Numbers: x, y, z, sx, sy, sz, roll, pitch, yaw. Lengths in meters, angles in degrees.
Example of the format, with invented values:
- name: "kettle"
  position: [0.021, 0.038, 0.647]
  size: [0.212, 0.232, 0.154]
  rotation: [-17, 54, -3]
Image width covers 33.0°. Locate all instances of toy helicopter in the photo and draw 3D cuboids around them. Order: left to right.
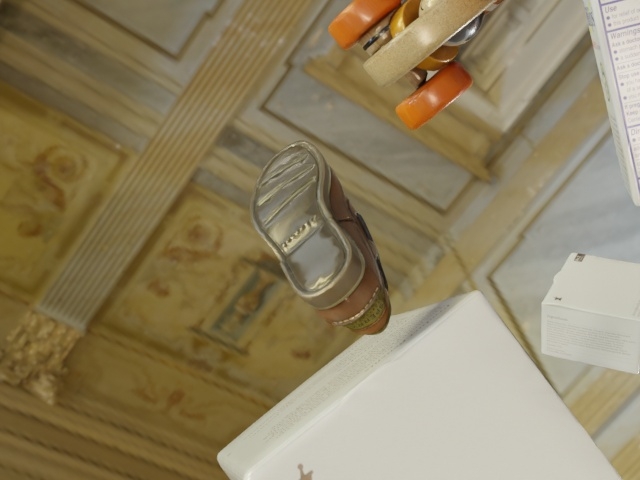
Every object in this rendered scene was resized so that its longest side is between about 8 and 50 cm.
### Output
- name: "toy helicopter"
  position: [0.185, -0.272, 1.055]
  size: [0.140, 0.355, 0.235]
  rotation: [50, 166, -3]

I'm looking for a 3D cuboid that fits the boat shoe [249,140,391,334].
- name: "boat shoe"
  position: [0.000, 0.000, 1.234]
  size: [0.104, 0.111, 0.307]
  rotation: [44, -163, -33]

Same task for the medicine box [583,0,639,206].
- name: "medicine box"
  position: [0.461, -0.214, 1.254]
  size: [0.149, 0.264, 0.289]
  rotation: [-47, -57, -75]

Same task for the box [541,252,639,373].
- name: "box"
  position: [0.512, 0.128, 1.955]
  size: [0.182, 0.119, 0.181]
  rotation: [11, -145, 26]

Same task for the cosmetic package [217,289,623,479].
- name: "cosmetic package"
  position: [0.108, 0.296, 1.300]
  size: [0.327, 0.329, 0.394]
  rotation: [53, 168, 1]
